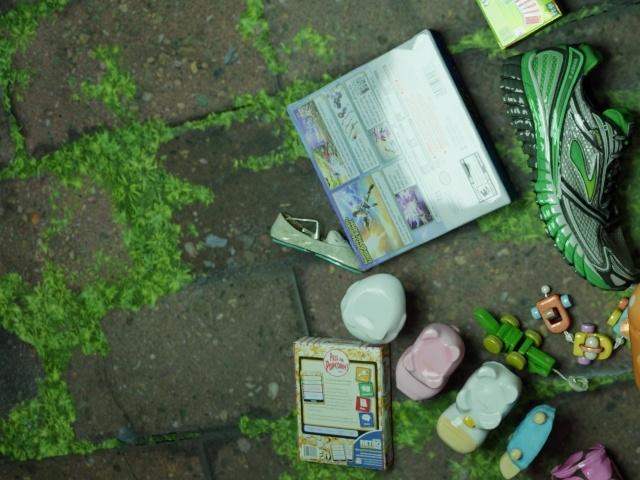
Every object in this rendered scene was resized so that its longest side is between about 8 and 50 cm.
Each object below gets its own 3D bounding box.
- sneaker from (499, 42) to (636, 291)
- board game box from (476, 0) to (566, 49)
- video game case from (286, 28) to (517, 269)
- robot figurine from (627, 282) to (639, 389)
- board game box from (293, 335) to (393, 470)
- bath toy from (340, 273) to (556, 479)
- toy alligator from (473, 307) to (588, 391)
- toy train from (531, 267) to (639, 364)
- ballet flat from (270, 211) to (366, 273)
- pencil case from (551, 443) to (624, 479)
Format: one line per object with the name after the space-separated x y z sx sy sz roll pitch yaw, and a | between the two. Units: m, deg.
0.352 -0.097 1.402 0.146 0.134 0.344 -17 92 24 | sneaker
0.248 -0.362 1.446 0.092 0.043 0.181 -29 88 24 | board game box
0.115 -0.128 1.534 0.244 0.061 0.270 -26 89 23 | video game case
0.467 0.127 1.379 0.158 0.128 0.219 -17 122 -1 | robot figurine
0.036 0.250 1.644 0.146 0.045 0.194 2 100 22 | board game box
0.173 0.185 1.530 0.348 0.129 0.151 41 104 9 | bath toy
0.294 0.165 1.521 0.189 0.056 0.051 36 151 13 | toy alligator
0.381 0.107 1.475 0.166 0.046 0.125 -21 91 25 | toy train
0.000 0.000 1.610 0.168 0.057 0.052 20 97 18 | ballet flat
0.402 0.396 1.497 0.098 0.095 0.209 -28 86 40 | pencil case
